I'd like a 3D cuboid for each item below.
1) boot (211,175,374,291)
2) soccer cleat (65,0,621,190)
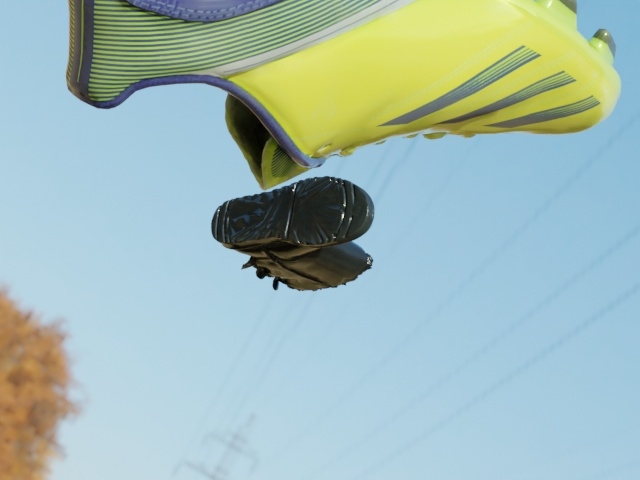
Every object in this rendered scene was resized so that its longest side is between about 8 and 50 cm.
[{"bbox_3d":[0.000,0.000,1.061,0.121,0.045,0.099,-7,-24,31],"label":"boot"},{"bbox_3d":[0.014,-0.074,0.687,0.289,0.121,0.093,13,9,-45],"label":"soccer cleat"}]
